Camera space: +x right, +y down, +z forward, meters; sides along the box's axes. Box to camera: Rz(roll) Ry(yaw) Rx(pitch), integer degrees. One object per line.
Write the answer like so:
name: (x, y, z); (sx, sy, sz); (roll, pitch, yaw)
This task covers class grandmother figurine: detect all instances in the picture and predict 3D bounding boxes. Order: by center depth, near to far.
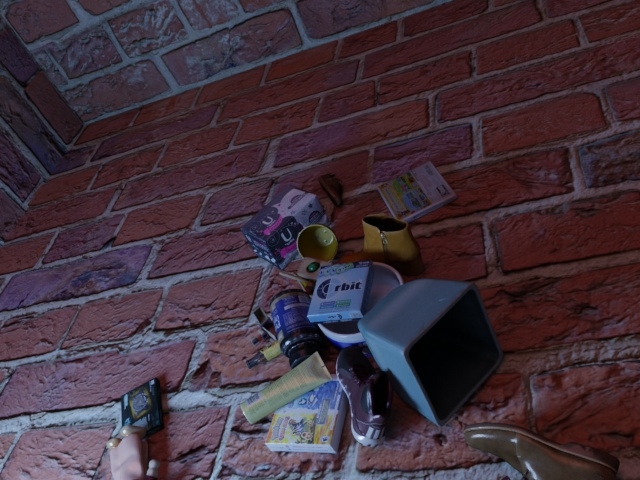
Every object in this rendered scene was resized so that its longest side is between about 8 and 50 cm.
grandmother figurine: (-0.484, 0.644, 1.606); (0.207, 0.104, 0.342); (-50, 37, 19)

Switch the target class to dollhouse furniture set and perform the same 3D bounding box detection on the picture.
dollhouse furniture set: (-0.169, 0.259, 1.825); (0.091, 0.114, 0.081); (-41, 44, -19)

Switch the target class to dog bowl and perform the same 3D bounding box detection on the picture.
dog bowl: (0.122, 0.190, 1.725); (0.265, 0.104, 0.264); (-18, 39, 15)

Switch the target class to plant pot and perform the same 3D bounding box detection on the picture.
plant pot: (0.235, 0.238, 1.487); (0.247, 0.247, 0.252); (-40, 29, -23)
plant pot: (0.000, 0.000, 2.013); (0.134, 0.134, 0.095); (-15, 14, 18)

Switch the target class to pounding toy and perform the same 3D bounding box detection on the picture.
pounding toy: (-0.024, 0.117, 1.867); (0.130, 0.141, 0.100); (11, 53, 40)

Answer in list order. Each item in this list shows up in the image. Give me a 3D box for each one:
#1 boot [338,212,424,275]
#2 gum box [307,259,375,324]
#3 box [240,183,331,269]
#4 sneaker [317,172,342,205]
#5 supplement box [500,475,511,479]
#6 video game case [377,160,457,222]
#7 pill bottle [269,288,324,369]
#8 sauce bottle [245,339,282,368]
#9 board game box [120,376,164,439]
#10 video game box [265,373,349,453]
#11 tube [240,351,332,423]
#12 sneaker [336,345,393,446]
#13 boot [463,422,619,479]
boot: (0.153, 0.009, 1.822); (0.295, 0.211, 0.104); (1, 46, 34)
gum box: (0.059, 0.140, 1.700); (0.157, 0.041, 0.184); (-9, 41, 25)
box: (-0.117, -0.051, 2.116); (0.247, 0.142, 0.163); (-44, 40, -18)
sneaker: (0.048, -0.195, 2.236); (0.071, 0.066, 0.188); (-30, 38, -2)
supplement box: (0.379, 0.522, 1.236); (0.055, 0.043, 0.083); (-33, 39, -4)
video game case: (0.315, -0.158, 2.062); (0.206, 0.026, 0.227); (-26, 39, 4)
pill bottle: (-0.063, 0.253, 1.740); (0.123, 0.122, 0.219); (-24, 51, 6)
sauce bottle: (-0.156, 0.328, 1.793); (0.128, 0.042, 0.042); (-29, 38, -3)
board game box: (-0.530, 0.506, 1.840); (0.126, 0.026, 0.186); (-28, 38, 2)
video game box: (-0.027, 0.437, 1.586); (0.187, 0.048, 0.205); (-10, 41, 27)
tube: (-0.089, 0.386, 1.604); (0.240, 0.070, 0.062); (-32, 4, -3)
sneaker: (0.120, 0.336, 1.498); (0.107, 0.162, 0.281); (2, 42, -18)
boot: (0.424, 0.450, 1.249); (0.306, 0.112, 0.115); (7, 61, 35)
